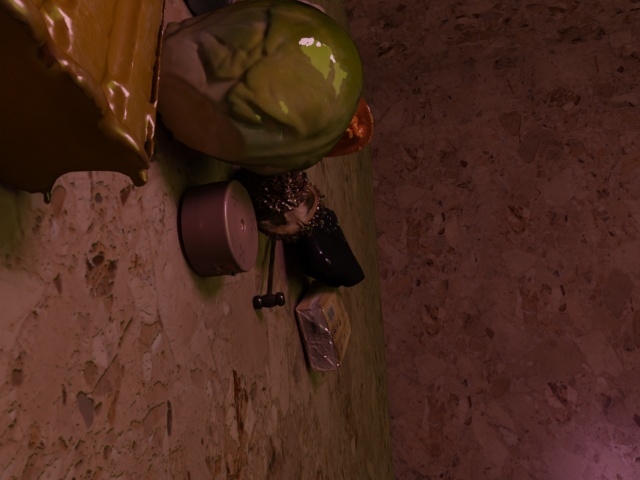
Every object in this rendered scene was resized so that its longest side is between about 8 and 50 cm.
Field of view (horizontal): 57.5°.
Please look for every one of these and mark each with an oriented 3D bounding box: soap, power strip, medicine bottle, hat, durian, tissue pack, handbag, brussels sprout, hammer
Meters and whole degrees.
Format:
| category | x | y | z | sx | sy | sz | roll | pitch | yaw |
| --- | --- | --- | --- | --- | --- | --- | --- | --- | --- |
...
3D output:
| category | x | y | z | sx | sy | sz | roll | pitch | yaw |
| --- | --- | --- | --- | --- | --- | --- | --- | --- | --- |
| soap | -0.253 | -0.248 | 0.492 | 0.293 | 0.156 | 0.335 | 53 | 30 | -59 |
| power strip | -0.157 | -0.016 | 0.925 | 0.154 | 0.078 | 0.154 | -6 | 90 | -79 |
| medicine bottle | -0.199 | -0.508 | 1.072 | 0.083 | 0.084 | 0.203 | 58 | 27 | -61 |
| hat | -0.025 | -0.291 | 1.493 | 0.244 | 0.233 | 0.233 | 43 | 34 | 10 |
| durian | -0.080 | -0.094 | 1.158 | 0.196 | 0.167 | 0.196 | 163 | -90 | -87 |
| tissue pack | 0.011 | 0.210 | 1.499 | 0.222 | 0.090 | 0.186 | -62 | 138 | -72 |
| handbag | 0.000 | 0.000 | 1.470 | 0.275 | 0.088 | 0.244 | 22 | 42 | -62 |
| brussels sprout | -0.093 | -0.240 | 0.924 | 0.344 | 0.344 | 0.268 | -78 | 165 | -59 |
| hammer | -0.100 | 0.035 | 1.239 | 0.292 | 0.058 | 0.029 | -91 | 171 | -51 |

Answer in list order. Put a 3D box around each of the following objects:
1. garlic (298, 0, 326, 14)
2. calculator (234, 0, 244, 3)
| category | x | y | z | sx | sy | sz | roll | pitch | yaw |
| --- | --- | --- | --- | --- | --- | --- | --- | --- | --- |
| garlic | -0.081 | -0.514 | 1.498 | 0.226 | 0.199 | 0.199 | -29 | 113 | -47 |
| calculator | -0.163 | -0.458 | 1.316 | 0.234 | 0.032 | 0.146 | -89 | 164 | -44 |
